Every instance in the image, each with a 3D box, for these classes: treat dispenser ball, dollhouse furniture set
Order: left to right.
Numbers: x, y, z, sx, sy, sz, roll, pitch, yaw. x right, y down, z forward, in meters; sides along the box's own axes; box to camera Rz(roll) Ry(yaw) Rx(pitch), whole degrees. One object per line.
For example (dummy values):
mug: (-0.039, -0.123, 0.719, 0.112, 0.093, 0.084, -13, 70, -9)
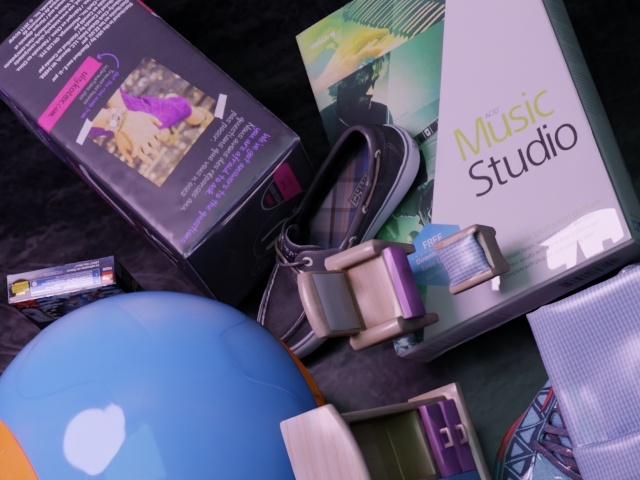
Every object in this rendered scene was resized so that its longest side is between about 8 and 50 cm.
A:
treat dispenser ball: (-0.126, 0.183, 1.388, 0.288, 0.288, 0.288, -4, 71, 10)
dollhouse furniture set: (0.147, 0.096, 1.290, 0.303, 0.198, 0.286, -24, 78, 30)

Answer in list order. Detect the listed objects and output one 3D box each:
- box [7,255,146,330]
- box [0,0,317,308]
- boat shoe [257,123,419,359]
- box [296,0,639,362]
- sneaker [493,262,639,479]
box: (-0.200, 0.054, 1.529, 0.094, 0.137, 0.027, -10, 69, 9)
box: (-0.140, -0.090, 1.551, 0.270, 0.165, 0.143, 42, 83, 21)
boat shoe: (0.000, 0.000, 1.499, 0.080, 0.076, 0.228, 45, 110, 34)
box: (0.123, -0.089, 1.511, 0.232, 0.058, 0.322, -29, 64, 26)
sneaker: (0.208, 0.127, 1.425, 0.104, 0.125, 0.262, 23, 77, 19)
